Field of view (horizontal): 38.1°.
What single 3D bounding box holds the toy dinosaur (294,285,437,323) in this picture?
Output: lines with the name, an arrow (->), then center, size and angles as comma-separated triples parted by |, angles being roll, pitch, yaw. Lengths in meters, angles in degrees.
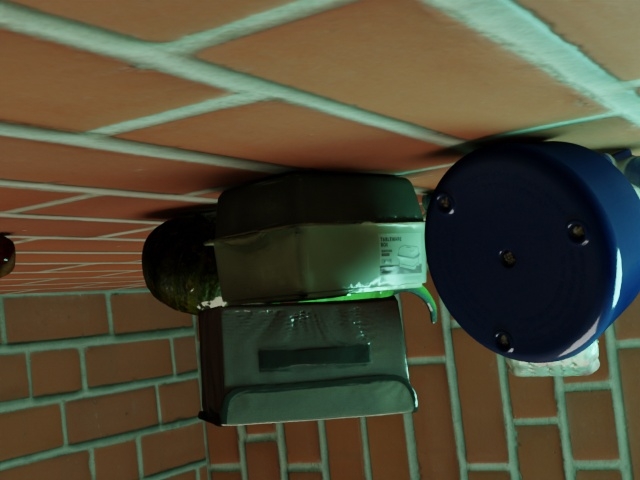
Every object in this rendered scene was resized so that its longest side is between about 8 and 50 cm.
toy dinosaur -> 0.088, 0.141, 1.642 | 0.144, 0.374, 0.500 | -7, 139, 35

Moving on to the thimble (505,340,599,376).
thimble -> 0.372, 0.121, 1.500 | 0.149, 0.185, 0.211 | -5, -150, 17

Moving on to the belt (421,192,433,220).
belt -> 0.243, -0.035, 1.681 | 0.072, 0.087, 0.302 | -4, 176, 18

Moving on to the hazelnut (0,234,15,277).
hazelnut -> -0.549, 0.025, 1.546 | 0.086, 0.086, 0.086 | -6, 176, 0

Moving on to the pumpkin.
pumpkin -> -0.173, 0.031, 1.519 | 0.238, 0.159, 0.238 | 3, -165, -1

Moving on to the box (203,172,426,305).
box -> 0.000, 0.000, 1.301 | 0.290, 0.166, 0.221 | -1, 174, -44

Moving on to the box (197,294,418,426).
box -> -0.026, 0.154, 1.199 | 0.252, 0.153, 0.188 | -2, 173, -16

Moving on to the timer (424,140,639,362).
timer -> 0.352, -0.025, 1.212 | 0.383, 0.270, 0.270 | -20, -174, -41
